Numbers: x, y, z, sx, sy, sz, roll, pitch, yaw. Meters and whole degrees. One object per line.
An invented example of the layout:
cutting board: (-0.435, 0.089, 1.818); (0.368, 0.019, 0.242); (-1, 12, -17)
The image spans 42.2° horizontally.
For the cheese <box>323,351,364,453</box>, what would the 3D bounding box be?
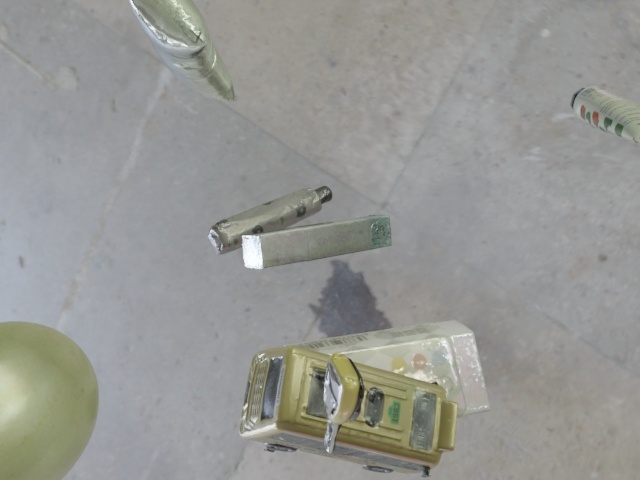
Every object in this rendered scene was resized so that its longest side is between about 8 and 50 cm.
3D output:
cheese: (0.025, 0.252, 1.241); (0.086, 0.036, 0.162); (-125, 37, -51)

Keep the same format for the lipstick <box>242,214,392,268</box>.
lipstick: (0.000, 0.000, 1.602); (0.068, 0.317, 0.066); (2, 99, 52)

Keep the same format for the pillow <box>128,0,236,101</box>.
pillow: (-0.186, -0.274, 1.139); (0.078, 0.254, 0.144); (-42, 82, -4)

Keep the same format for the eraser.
eraser: (0.139, 0.281, 1.693); (0.082, 0.397, 0.213); (137, 124, -66)

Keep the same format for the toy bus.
toy bus: (0.056, 0.308, 1.474); (0.202, 0.365, 0.176); (-30, 47, 58)

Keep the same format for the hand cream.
hand cream: (0.430, -0.172, 1.172); (0.095, 0.276, 0.059); (-4, 110, -5)

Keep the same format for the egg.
egg: (-0.345, 0.193, 0.864); (0.189, 0.253, 0.188); (14, 126, 20)

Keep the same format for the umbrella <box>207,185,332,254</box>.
umbrella: (-0.106, -0.055, 1.890); (0.067, 0.337, 0.073); (-20, 93, 56)
